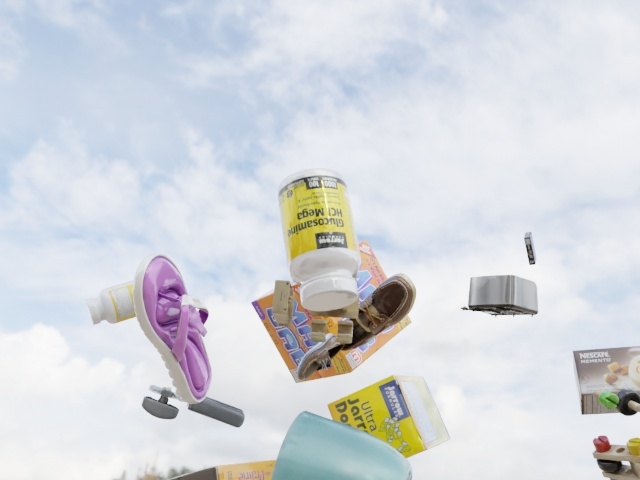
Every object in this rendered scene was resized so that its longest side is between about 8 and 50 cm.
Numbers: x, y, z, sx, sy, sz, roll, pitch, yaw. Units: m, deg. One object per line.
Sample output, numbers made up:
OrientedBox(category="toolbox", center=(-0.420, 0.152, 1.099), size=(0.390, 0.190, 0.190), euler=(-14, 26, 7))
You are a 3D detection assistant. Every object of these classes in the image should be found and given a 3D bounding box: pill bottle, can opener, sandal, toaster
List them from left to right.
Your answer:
OrientedBox(category="pill bottle", center=(-0.558, 0.174, 1.953), size=(0.184, 0.103, 0.103), euler=(-17, -22, -24))
OrientedBox(category="sandal", center=(-0.282, 0.186, 1.479), size=(0.102, 0.169, 0.416), euler=(0, -47, 14))
OrientedBox(category="can opener", center=(-0.357, 0.477, 1.946), size=(0.283, 0.095, 0.076), euler=(24, -6, -11))
OrientedBox(category="pill bottle", center=(0.000, 0.000, 1.763), size=(0.188, 0.334, 0.188), euler=(-8, -25, -4))
OrientedBox(category="toaster", center=(0.560, 0.175, 2.159), size=(0.185, 0.110, 0.168), euler=(16, -17, -42))

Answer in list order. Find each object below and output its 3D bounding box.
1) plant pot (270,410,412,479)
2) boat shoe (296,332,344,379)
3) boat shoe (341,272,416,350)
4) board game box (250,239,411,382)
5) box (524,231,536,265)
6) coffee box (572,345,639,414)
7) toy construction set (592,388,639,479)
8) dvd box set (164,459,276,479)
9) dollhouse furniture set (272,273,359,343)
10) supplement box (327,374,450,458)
OrientedBox(category="plant pot", center=(0.049, 0.503, 1.358), size=(0.235, 0.293, 0.293), euler=(8, -30, 16))
OrientedBox(category="boat shoe", center=(0.002, 0.353, 2.086), size=(0.066, 0.183, 0.066), euler=(22, -36, 33))
OrientedBox(category="boat shoe", center=(0.158, 0.228, 2.084), size=(0.123, 0.123, 0.342), euler=(52, -48, 10))
OrientedBox(category="board game box", center=(0.037, 0.267, 2.571), size=(0.356, 0.356, 0.356), euler=(-26, -85, 52))
OrientedBox(category="box", center=(0.605, 0.023, 2.000), size=(0.018, 0.067, 0.083), euler=(-10, -78, 22))
OrientedBox(category="coffee box", center=(0.783, 0.354, 1.772), size=(0.246, 0.141, 0.098), euler=(-6, -48, 15))
OrientedBox(category="toy construction set", center=(0.741, 0.490, 1.466), size=(0.257, 0.309, 0.237), euler=(2, 4, -13))
OrientedBox(category="dvd box set", center=(-0.181, 0.635, 1.851), size=(0.420, 0.062, 0.307), euler=(10, -29, -41))
OrientedBox(category="dollhouse furniture set", center=(-0.009, 0.189, 2.028), size=(0.242, 0.212, 0.161), euler=(4, -19, 4))
OrientedBox(category="supplement box", center=(0.189, 0.479, 1.825), size=(0.195, 0.194, 0.356), euler=(-27, -19, 13))
